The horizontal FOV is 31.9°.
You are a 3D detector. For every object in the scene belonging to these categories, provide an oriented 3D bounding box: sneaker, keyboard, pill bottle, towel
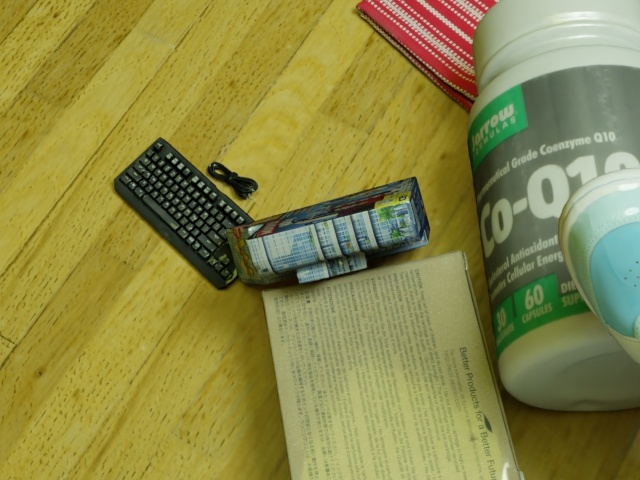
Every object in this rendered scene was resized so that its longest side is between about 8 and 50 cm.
[{"bbox_3d":[0.285,0.102,0.747,0.127,0.319,0.208,-38,24,20],"label":"sneaker"},{"bbox_3d":[-0.122,-0.040,1.153,0.108,0.023,0.180,-42,67,-15],"label":"keyboard"},{"bbox_3d":[0.241,-0.045,1.012,0.204,0.204,0.361,-6,62,3],"label":"pill bottle"},{"bbox_3d":[0.204,-0.280,1.236,0.275,0.031,0.199,-38,64,-13],"label":"towel"}]

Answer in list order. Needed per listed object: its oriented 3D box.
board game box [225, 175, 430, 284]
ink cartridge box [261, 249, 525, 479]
[{"bbox_3d":[0.000,0.000,1.040,0.194,0.194,0.060,-15,97,9],"label":"board game box"},{"bbox_3d":[0.060,0.144,0.999,0.193,0.088,0.235,-10,62,0],"label":"ink cartridge box"}]
